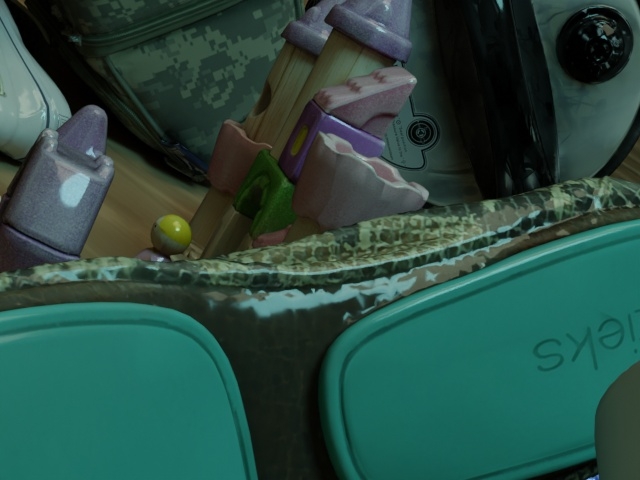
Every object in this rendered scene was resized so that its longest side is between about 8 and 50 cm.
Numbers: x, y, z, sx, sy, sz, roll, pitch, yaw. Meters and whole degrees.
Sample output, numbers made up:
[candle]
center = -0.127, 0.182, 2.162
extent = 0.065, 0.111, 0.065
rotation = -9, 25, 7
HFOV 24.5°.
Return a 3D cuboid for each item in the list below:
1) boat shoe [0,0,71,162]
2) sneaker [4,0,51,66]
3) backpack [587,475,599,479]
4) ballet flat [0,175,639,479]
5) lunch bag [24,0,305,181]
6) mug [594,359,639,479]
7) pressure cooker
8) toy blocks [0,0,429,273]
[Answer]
[boat shoe]
center = -0.262, -0.142, 1.060
extent = 0.226, 0.083, 0.076
rotation = 42, 17, 31
[sneaker]
center = -0.293, -0.202, 1.243
extent = 0.161, 0.057, 0.075
rotation = 28, 20, -4
[backpack]
center = 0.139, 0.147, 0.808
extent = 0.101, 0.098, 0.120
rotation = -1, 18, -9
[ballet flat]
center = -0.043, 0.074, 0.581
extent = 0.483, 0.164, 0.182
rotation = -14, 7, -36
[lunch bag]
center = -0.138, -0.216, 1.279
extent = 0.305, 0.212, 0.256
rotation = 49, -18, 53
[mug]
center = 0.266, 0.184, 0.426
extent = 0.276, 0.374, 0.328
rotation = 14, 62, -31
[pressure cooker]
center = 0.176, -0.214, 1.610
extent = 0.370, 0.375, 0.420
rotation = 32, 14, -9
[toy blocks]
center = -0.020, -0.050, 0.842
extent = 0.309, 0.260, 0.288
rotation = 25, 10, -18
